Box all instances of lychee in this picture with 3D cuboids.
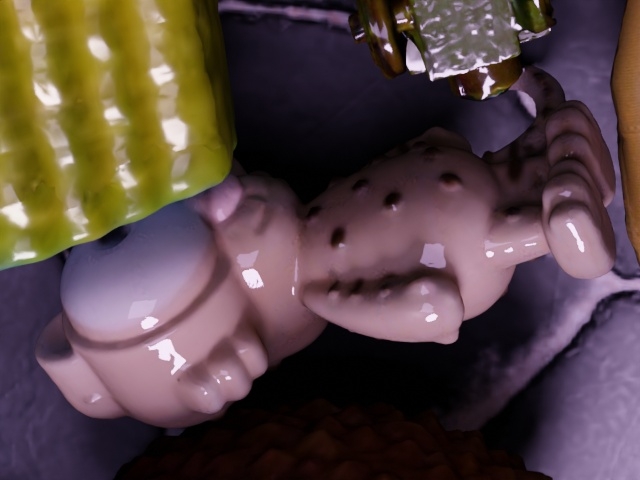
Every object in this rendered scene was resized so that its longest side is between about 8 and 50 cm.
[{"bbox_3d":[-0.004,0.208,0.850,0.304,0.276,0.276,-30,110,12],"label":"lychee"}]

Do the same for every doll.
[{"bbox_3d":[0.001,0.001,0.813,0.278,0.154,0.119,-19,127,13],"label":"doll"}]

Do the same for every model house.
[{"bbox_3d":[-0.175,-0.124,0.744,0.303,0.215,0.237,-7,115,6],"label":"model house"}]

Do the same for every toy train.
[{"bbox_3d":[0.038,-0.173,0.733,0.090,0.137,0.226,-15,118,9],"label":"toy train"}]

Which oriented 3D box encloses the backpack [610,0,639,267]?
[{"bbox_3d":[0.289,-0.037,0.708,0.353,0.201,0.378,5,118,26],"label":"backpack"}]
